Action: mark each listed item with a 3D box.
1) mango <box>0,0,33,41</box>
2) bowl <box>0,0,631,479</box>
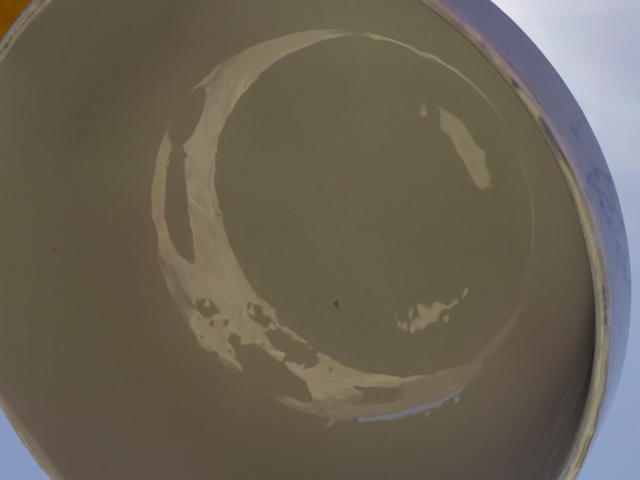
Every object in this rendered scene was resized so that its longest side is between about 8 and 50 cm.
[{"bbox_3d":[-0.182,-0.132,0.843,0.254,0.139,0.175,-10,-64,-16],"label":"mango"},{"bbox_3d":[0.000,0.000,0.678,0.287,0.144,0.287,8,-69,22],"label":"bowl"}]
